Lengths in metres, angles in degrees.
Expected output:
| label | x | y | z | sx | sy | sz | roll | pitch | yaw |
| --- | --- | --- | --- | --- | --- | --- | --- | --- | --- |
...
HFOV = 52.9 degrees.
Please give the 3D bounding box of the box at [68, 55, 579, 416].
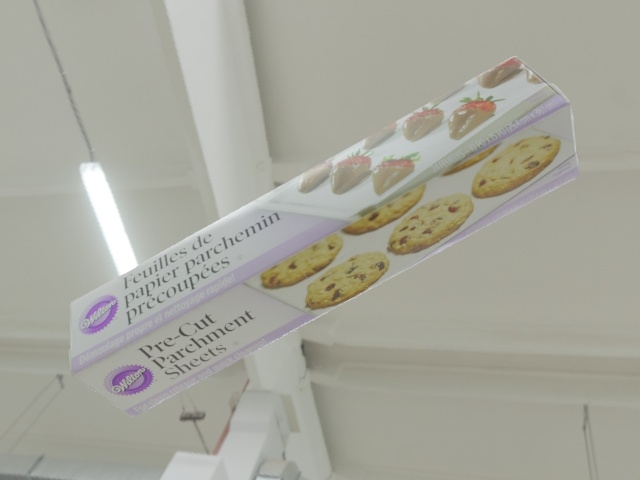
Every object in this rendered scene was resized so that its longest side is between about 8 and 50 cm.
| label | x | y | z | sx | sy | sz | roll | pitch | yaw |
| --- | --- | --- | --- | --- | --- | --- | --- | --- | --- |
| box | 0.000 | 0.000 | 0.400 | 0.324 | 0.063 | 0.067 | -28 | -46 | 3 |
